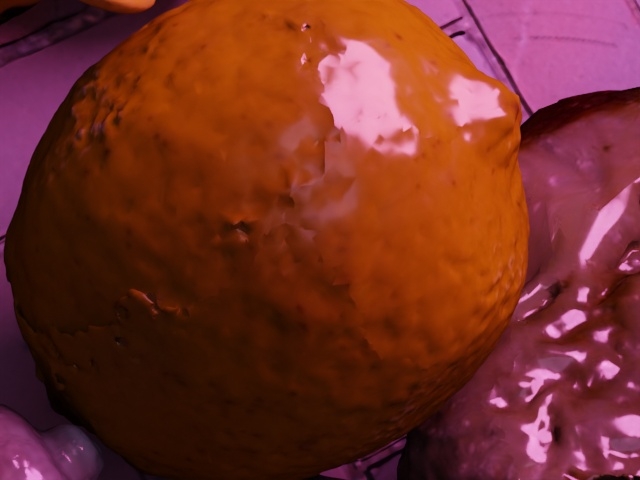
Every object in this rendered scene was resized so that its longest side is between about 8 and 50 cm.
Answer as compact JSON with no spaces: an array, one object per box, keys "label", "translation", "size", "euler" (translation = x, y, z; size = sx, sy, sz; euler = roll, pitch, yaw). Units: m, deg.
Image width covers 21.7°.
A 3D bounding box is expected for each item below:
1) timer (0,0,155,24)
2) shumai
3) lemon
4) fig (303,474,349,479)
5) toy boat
[{"label":"timer","translation":[-0.217,-0.239,0.898],"size":[0.387,0.376,0.376],"euler":[38,72,0]},{"label":"shumai","translation":[0.199,0.029,0.983],"size":[0.346,0.217,0.283],"euler":[-6,78,-10]},{"label":"lemon","translation":[-0.031,-0.001,0.868],"size":[0.310,0.253,0.253],"euler":[-35,84,24]},{"label":"fig","translation":[-0.030,0.251,0.933],"size":[0.149,0.149,0.245],"euler":[7,87,-10]},{"label":"toy boat","translation":[-0.131,0.166,0.869],"size":[0.085,0.227,0.155],"euler":[-31,46,-11]}]
